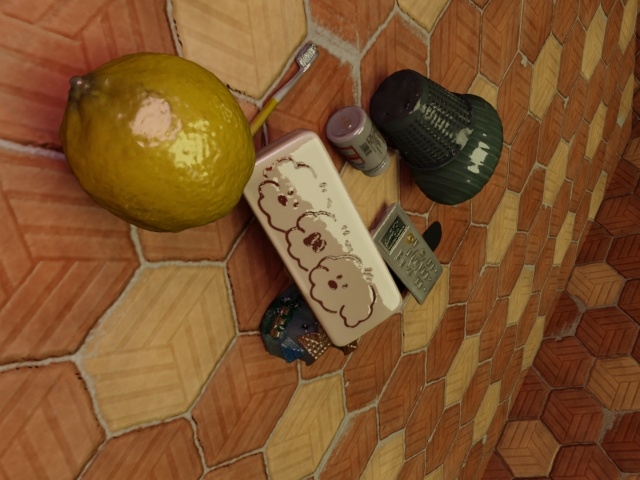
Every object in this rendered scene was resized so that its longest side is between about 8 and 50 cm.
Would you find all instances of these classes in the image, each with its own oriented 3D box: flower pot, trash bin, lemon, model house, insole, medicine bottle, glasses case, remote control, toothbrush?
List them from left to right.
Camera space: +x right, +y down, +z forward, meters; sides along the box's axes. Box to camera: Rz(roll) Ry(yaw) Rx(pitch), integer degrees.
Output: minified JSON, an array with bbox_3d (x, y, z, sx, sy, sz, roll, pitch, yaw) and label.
[{"bbox_3d":[-0.175,-0.107,0.598,0.231,0.192,0.192,42,71,-51],"label":"lemon"},{"bbox_3d":[-0.083,-0.199,0.822,0.024,0.021,0.288,49,65,-38],"label":"toothbrush"},{"bbox_3d":[-0.006,0.158,0.969,0.148,0.148,0.119,-40,133,-39],"label":"model house"},{"bbox_3d":[0.000,0.000,0.846,0.144,0.076,0.336,-33,111,-8],"label":"glasses case"},{"bbox_3d":[0.074,-0.177,0.986,0.140,0.079,0.079,41,72,-52],"label":"medicine bottle"},{"bbox_3d":[0.201,0.038,1.263,0.109,0.055,0.313,-54,134,-12],"label":"remote control"},{"bbox_3d":[0.222,0.058,1.339,0.322,0.007,0.109,-43,134,-33],"label":"insole"},{"bbox_3d":[0.188,-0.246,1.048,0.161,0.175,0.175,26,84,-43],"label":"trash bin"},{"bbox_3d":[0.293,-0.199,1.169,0.157,0.189,0.243,21,86,-19],"label":"flower pot"}]

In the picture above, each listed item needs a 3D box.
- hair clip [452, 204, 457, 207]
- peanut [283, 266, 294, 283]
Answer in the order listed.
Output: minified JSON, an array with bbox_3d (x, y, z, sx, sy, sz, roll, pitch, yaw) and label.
[{"bbox_3d":[0.346,-0.195,1.360,0.140,0.054,0.220,12,93,-49],"label":"hair clip"},{"bbox_3d":[-0.023,-0.022,0.920,0.087,0.087,0.207,-12,113,-50],"label":"peanut"}]
